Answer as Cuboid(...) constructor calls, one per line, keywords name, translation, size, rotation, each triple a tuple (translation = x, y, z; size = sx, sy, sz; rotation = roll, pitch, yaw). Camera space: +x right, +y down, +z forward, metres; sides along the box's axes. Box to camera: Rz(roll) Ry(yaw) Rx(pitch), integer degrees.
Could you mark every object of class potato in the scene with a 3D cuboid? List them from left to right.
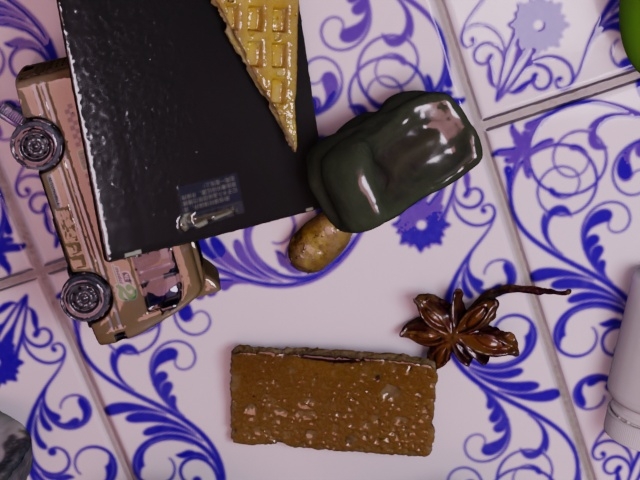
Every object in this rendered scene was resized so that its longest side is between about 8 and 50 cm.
Cuboid(name="potato", translation=(0.000, 0.000, 1.530), size=(0.083, 0.040, 0.051), rotation=(-43, 115, 14))

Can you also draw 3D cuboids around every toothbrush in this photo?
Cuboid(name="toothbrush", translation=(-0.390, -0.179, 1.491), size=(0.193, 0.013, 0.019), rotation=(36, 99, -11))

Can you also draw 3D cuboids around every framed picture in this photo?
Cuboid(name="framed picture", translation=(-0.124, -0.169, 1.405), size=(0.255, 0.014, 0.339), rotation=(-16, 104, -28))

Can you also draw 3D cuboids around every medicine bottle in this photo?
Cuboid(name="medicine bottle", translation=(0.366, 0.126, 1.534), size=(0.102, 0.103, 0.187), rotation=(8, 108, -2))

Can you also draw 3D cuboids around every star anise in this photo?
Cuboid(name="star anise", translation=(0.177, 0.084, 1.536), size=(0.190, 0.070, 0.097), rotation=(-11, 106, 25))

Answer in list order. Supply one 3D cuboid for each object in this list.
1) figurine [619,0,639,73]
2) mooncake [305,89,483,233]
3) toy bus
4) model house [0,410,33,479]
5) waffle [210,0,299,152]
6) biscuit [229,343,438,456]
Cuboid(name="figurine", translation=(0.385, -0.190, 1.413), size=(0.162, 0.143, 0.263), rotation=(-2, 126, 34))
Cuboid(name="mooncake", translation=(0.072, -0.080, 1.440), size=(0.168, 0.175, 0.104), rotation=(-14, 109, 32))
Cuboid(name="toy bus", translation=(-0.211, -0.050, 1.468), size=(0.157, 0.139, 0.290), rotation=(-15, 104, -1))
Cuboid(name="model house", translation=(-0.450, 0.348, 1.555), size=(0.190, 0.271, 0.301), rotation=(21, 124, 9))
Cuboid(name="waffle", translation=(-0.076, -0.184, 1.402), size=(0.125, 0.032, 0.191), rotation=(0, 95, -33))
Cuboid(name="biscuit", translation=(0.014, 0.177, 1.584), size=(0.230, 0.025, 0.131), rotation=(4, 118, 4))
